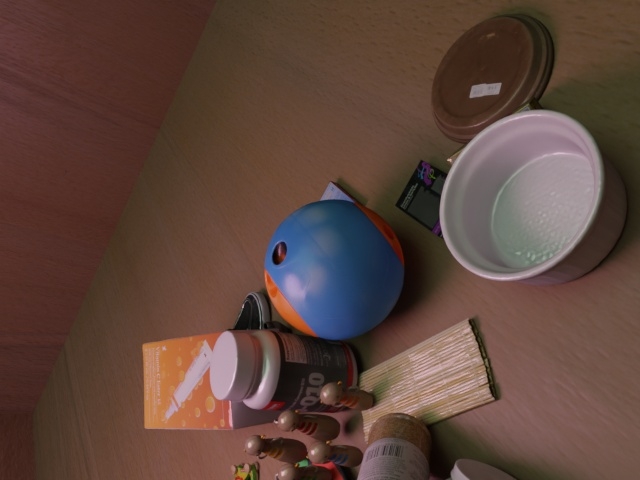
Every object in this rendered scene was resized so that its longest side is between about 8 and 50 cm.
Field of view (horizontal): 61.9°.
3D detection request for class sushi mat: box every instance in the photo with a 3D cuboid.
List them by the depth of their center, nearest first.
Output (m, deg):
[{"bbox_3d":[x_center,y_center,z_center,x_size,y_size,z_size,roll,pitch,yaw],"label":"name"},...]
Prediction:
[{"bbox_3d":[0.188,0.280,1.029,0.316,0.019,0.152,-38,48,36],"label":"sushi mat"}]

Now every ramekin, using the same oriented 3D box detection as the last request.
[{"bbox_3d":[0.347,-0.058,0.872,0.277,0.135,0.277,-24,58,45],"label":"ramekin"}]

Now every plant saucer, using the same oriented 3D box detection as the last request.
[{"bbox_3d":[0.331,-0.333,1.083,0.277,0.041,0.278,-22,60,44],"label":"plant saucer"}]

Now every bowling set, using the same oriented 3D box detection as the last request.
[{"bbox_3d":[-0.008,0.424,1.049,0.287,0.154,0.200,-47,39,22],"label":"bowling set"}]

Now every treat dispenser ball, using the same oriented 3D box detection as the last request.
[{"bbox_3d":[0.028,0.058,1.099,0.288,0.288,0.288,-23,58,44],"label":"treat dispenser ball"}]

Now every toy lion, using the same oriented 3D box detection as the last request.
[{"bbox_3d":[-0.195,0.622,1.362,0.100,0.034,0.096,-28,62,42],"label":"toy lion"}]

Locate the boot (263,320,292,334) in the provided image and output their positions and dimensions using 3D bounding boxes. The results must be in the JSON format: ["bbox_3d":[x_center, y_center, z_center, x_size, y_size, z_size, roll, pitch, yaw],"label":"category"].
[{"bbox_3d":[-0.106,0.260,1.347,0.042,0.087,0.119,-42,46,33],"label":"boot"}]

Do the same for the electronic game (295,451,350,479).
[{"bbox_3d":[-0.007,0.568,1.132,0.229,0.048,0.229,-24,58,45],"label":"electronic game"}]

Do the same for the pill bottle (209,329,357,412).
[{"bbox_3d":[-0.077,0.277,1.130,0.161,0.283,0.161,-29,54,51],"label":"pill bottle"}]

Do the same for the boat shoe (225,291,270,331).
[{"bbox_3d":[-0.218,0.287,1.461,0.113,0.104,0.307,-6,71,50],"label":"boat shoe"}]

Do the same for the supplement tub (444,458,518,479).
[{"bbox_3d":[0.230,0.454,0.803,0.144,0.144,0.200,21,92,53],"label":"supplement tub"}]

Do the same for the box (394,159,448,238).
[{"bbox_3d":[0.236,-0.088,1.110,0.162,0.029,0.116,44,110,48],"label":"box"}]

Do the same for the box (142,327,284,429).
[{"bbox_3d":[-0.269,0.341,1.307,0.345,0.168,0.215,-16,74,38],"label":"box"}]

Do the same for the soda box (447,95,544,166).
[{"bbox_3d":[0.329,-0.184,0.990,0.181,0.061,0.058,-34,95,38],"label":"soda box"}]

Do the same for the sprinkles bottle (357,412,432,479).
[{"bbox_3d":[0.108,0.406,0.825,0.121,0.355,0.121,3,102,13],"label":"sprinkles bottle"}]

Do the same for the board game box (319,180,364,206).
[{"bbox_3d":[0.000,0.000,1.370,0.281,0.027,0.145,-61,37,15],"label":"board game box"}]
